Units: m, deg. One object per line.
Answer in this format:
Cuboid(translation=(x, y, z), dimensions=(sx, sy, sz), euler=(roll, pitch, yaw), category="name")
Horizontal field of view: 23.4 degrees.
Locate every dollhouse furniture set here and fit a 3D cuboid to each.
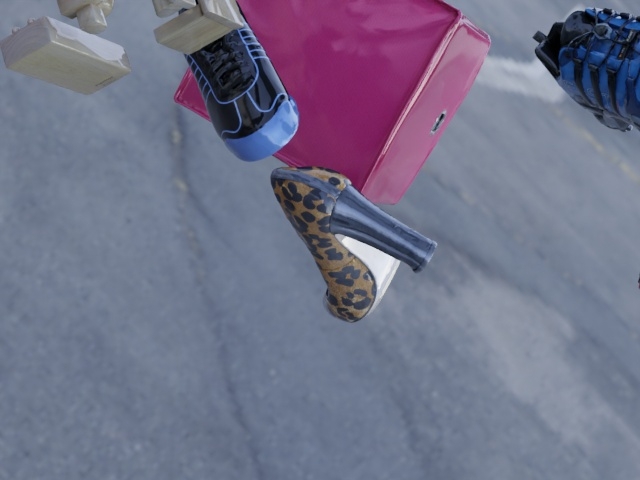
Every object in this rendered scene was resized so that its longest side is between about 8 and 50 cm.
Cuboid(translation=(-0.180, -0.217, 1.304), dimensions=(0.144, 0.151, 0.123), euler=(14, 54, -61), category="dollhouse furniture set")

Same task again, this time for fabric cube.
Cuboid(translation=(0.024, -0.208, 1.838), dimensions=(0.259, 0.254, 0.258), euler=(32, 8, 11), category="fabric cube")

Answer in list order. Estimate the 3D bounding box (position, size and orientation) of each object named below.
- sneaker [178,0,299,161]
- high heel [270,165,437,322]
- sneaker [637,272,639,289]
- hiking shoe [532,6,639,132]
Cuboid(translation=(-0.088, -0.161, 1.426), dimensions=(0.090, 0.081, 0.232), euler=(51, 7, -37), category="sneaker")
Cuboid(translation=(0.000, 0.000, 1.690), dimensions=(0.186, 0.093, 0.261), euler=(31, -26, -9), category="high heel")
Cuboid(translation=(0.398, 0.005, 1.562), dimensions=(0.125, 0.104, 0.262), euler=(17, 15, 12), category="sneaker")
Cuboid(translation=(0.299, -0.176, 1.542), dimensions=(0.132, 0.113, 0.304), euler=(32, -7, -7), category="hiking shoe")
